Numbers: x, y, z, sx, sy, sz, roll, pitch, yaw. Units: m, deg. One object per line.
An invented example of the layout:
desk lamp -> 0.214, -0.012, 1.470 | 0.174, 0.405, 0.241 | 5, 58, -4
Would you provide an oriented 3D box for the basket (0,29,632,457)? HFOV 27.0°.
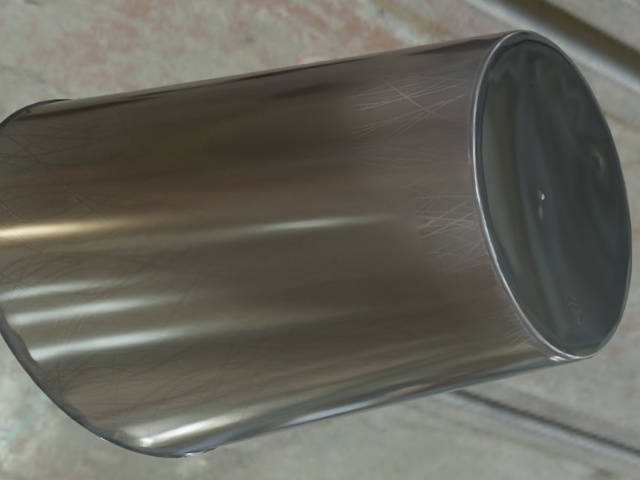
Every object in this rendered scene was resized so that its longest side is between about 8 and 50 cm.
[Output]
basket -> 0.000, 0.000, 0.565 | 0.227, 0.154, 0.204 | -13, 138, 36
